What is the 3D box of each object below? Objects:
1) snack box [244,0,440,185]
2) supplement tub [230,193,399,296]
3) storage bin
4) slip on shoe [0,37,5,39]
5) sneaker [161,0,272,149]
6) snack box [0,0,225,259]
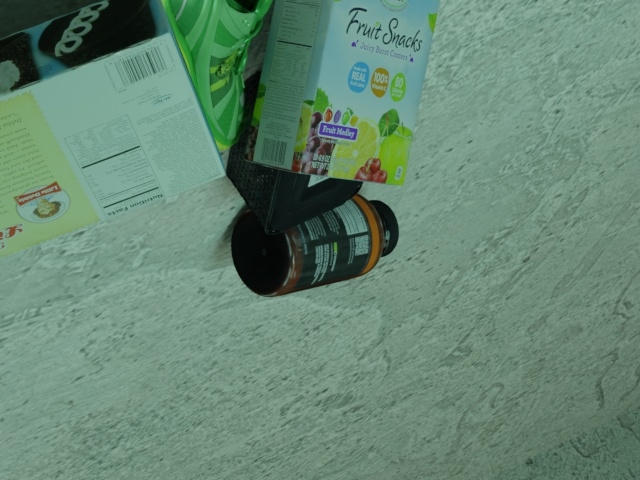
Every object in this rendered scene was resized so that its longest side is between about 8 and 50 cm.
[{"bbox_3d":[0.025,-0.160,1.327,0.174,0.070,0.207,2,99,-56],"label":"snack box"},{"bbox_3d":[0.000,0.000,1.688,0.198,0.106,0.106,-11,147,-45],"label":"supplement tub"},{"bbox_3d":[-0.016,-0.101,1.497,0.122,0.084,0.180,-25,154,-24],"label":"storage bin"},{"bbox_3d":[-0.279,-0.112,1.156,0.135,0.051,0.041,-37,175,10],"label":"slip on shoe"},{"bbox_3d":[-0.088,-0.171,1.227,0.123,0.109,0.295,-28,156,-6],"label":"sneaker"},{"bbox_3d":[-0.248,-0.065,1.134,0.322,0.060,0.187,-21,147,-3],"label":"snack box"}]
